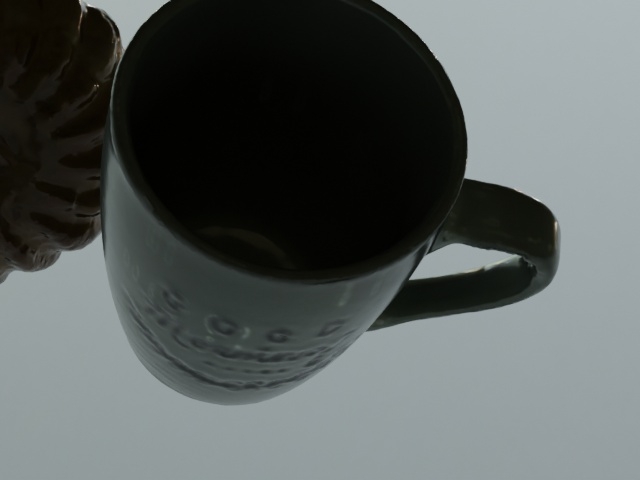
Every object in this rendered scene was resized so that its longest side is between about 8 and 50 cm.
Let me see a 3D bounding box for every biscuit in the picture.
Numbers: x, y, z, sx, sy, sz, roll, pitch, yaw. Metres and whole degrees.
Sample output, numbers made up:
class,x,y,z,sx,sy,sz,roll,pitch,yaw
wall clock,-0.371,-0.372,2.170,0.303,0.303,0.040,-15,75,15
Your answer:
class,x,y,z,sx,sy,sz,roll,pitch,yaw
biscuit,-0.314,-0.095,1.549,0.325,0.326,0.107,9,-156,-23

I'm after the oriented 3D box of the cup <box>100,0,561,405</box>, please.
class,x,y,z,sx,sy,sz,roll,pitch,yaw
cup,0.000,0.000,0.975,0.258,0.234,0.186,14,-120,-3
